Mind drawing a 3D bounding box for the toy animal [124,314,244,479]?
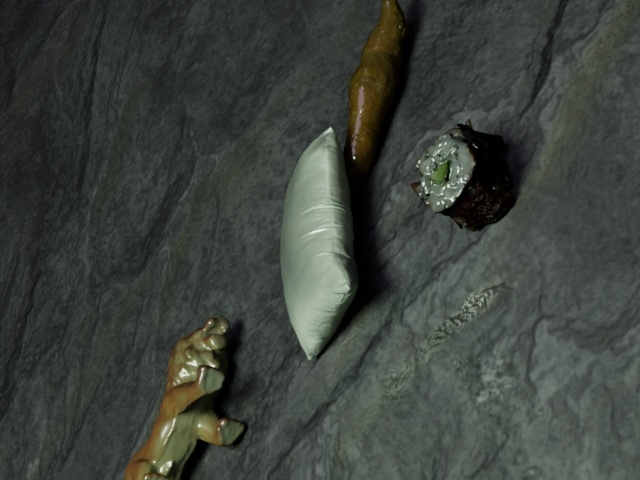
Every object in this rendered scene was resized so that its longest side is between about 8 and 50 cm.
[{"bbox_3d":[-0.178,0.244,1.438,0.312,0.097,0.157,-66,25,-3],"label":"toy animal"}]

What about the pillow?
[{"bbox_3d":[0.000,0.000,1.374,0.144,0.078,0.254,126,149,-47],"label":"pillow"}]

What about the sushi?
[{"bbox_3d":[0.160,-0.069,1.246,0.098,0.084,0.094,-46,42,23],"label":"sushi"}]

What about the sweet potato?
[{"bbox_3d":[0.065,-0.187,1.449,0.067,0.067,0.273,1,73,49],"label":"sweet potato"}]
